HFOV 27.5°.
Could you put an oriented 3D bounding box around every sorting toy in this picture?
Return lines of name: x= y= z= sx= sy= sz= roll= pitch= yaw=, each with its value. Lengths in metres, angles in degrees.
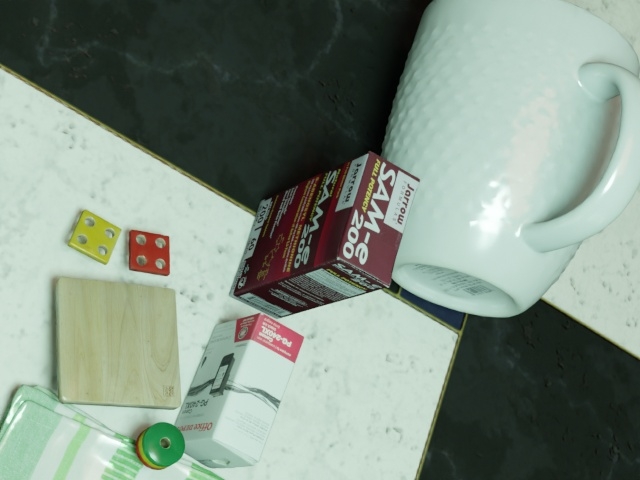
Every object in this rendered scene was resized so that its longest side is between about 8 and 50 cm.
sorting toy: x=-0.218 y=0.105 z=1.371 sx=0.132 sy=0.046 sz=0.274 roll=8 pitch=65 yaw=-31

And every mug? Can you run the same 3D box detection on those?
mug: x=0.232 y=-0.093 z=1.515 sx=0.276 sy=0.374 sz=0.328 roll=28 pitch=71 yaw=-29

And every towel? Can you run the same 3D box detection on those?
towel: x=-0.213 y=0.320 z=1.338 sx=0.325 sy=0.038 sz=0.247 roll=30 pitch=65 yaw=-23

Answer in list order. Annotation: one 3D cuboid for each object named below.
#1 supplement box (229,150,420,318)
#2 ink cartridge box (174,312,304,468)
supplement box: x=0.000 y=0.000 z=1.423 sx=0.073 sy=0.239 sz=0.130 roll=28 pitch=65 yaw=-24
ink cartridge box: x=-0.091 y=0.163 z=1.406 sx=0.063 sy=0.109 sz=0.150 roll=32 pitch=64 yaw=-23
